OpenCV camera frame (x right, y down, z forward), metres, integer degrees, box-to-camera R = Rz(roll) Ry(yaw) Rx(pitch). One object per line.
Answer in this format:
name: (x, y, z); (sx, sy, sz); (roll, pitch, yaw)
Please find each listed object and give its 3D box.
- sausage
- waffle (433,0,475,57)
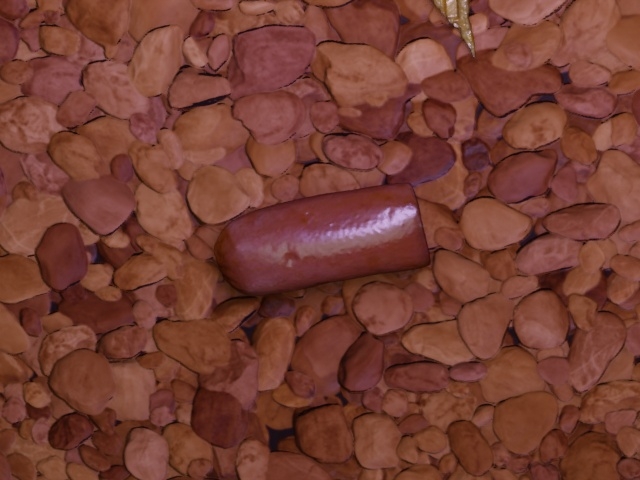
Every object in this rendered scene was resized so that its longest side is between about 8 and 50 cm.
sausage: (0.000, 0.000, 1.469); (0.259, 0.113, 0.113); (-10, 111, 7)
waffle: (0.111, -0.300, 1.379); (0.125, 0.032, 0.191); (-4, 110, 4)
